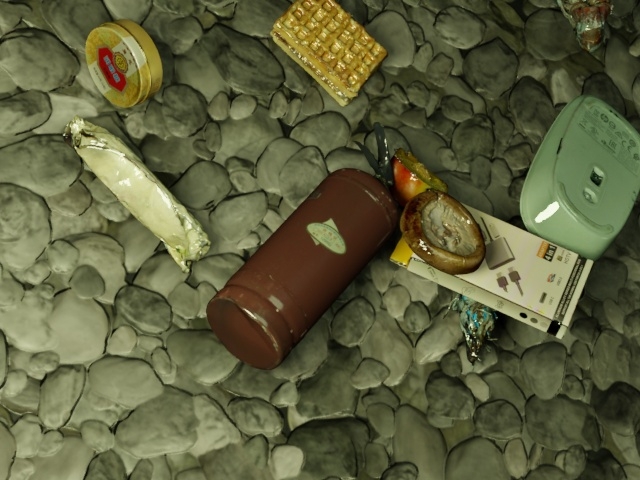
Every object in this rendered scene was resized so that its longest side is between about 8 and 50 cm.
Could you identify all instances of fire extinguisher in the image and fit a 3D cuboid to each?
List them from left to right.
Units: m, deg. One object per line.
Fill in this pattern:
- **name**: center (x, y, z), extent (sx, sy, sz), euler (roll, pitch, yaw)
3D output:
- **fire extinguisher**: center (0.000, 0.000, 1.560), extent (0.337, 0.114, 0.135), euler (-47, 128, -33)

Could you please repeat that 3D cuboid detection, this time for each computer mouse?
- **computer mouse**: center (0.370, -0.082, 1.804), extent (0.159, 0.097, 0.288), euler (38, 47, -9)

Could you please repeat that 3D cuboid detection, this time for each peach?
- **peach**: center (0.119, -0.076, 1.681), extent (0.098, 0.061, 0.098), euler (34, 15, -10)

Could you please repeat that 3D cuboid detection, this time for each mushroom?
- **mushroom**: center (0.155, -0.006, 1.605), extent (0.123, 0.052, 0.123), euler (20, 47, -22)

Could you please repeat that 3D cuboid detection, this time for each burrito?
- **burrito**: center (-0.217, -0.061, 1.506), extent (0.058, 0.063, 0.229), euler (-41, 95, -5)

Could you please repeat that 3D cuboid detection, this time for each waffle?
- **waffle**: center (0.012, -0.265, 1.712), extent (0.148, 0.042, 0.102), euler (42, 60, -8)

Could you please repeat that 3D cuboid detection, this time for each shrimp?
- **shrimp**: center (0.207, 0.088, 1.684), extent (0.076, 0.082, 0.174), euler (4, 52, 17)
- **shrimp**: center (0.403, -0.394, 1.951), extent (0.090, 0.079, 0.232), euler (-7, 68, 10)

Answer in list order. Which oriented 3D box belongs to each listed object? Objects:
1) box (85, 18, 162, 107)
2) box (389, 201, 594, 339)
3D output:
- **box**: center (-0.237, -0.214, 1.526), extent (0.037, 0.105, 0.105), euler (-33, 89, -39)
- **box**: center (0.226, 0.028, 1.659), extent (0.247, 0.033, 0.129), euler (24, 51, 8)
